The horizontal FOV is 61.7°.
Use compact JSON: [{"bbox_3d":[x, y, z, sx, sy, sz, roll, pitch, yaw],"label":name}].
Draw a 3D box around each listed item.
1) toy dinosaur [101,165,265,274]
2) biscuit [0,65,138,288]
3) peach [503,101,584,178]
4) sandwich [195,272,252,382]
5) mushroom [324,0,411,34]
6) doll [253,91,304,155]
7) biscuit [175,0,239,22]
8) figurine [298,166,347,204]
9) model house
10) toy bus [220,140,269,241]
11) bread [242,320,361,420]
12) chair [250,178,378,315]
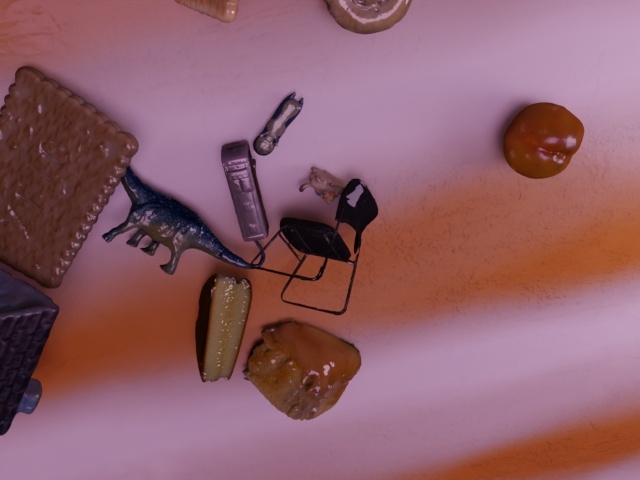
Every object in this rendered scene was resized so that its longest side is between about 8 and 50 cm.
[{"bbox_3d":[-0.271,-0.024,0.945,0.363,0.076,0.147,38,93,-19],"label":"toy dinosaur"},{"bbox_3d":[-0.453,-0.091,0.871,0.217,0.044,0.324,33,108,-8],"label":"biscuit"},{"bbox_3d":[0.396,-0.177,0.962,0.138,0.138,0.138,-5,118,-8],"label":"peach"},{"bbox_3d":[-0.193,0.157,1.054,0.090,0.088,0.244,4,113,-23],"label":"sandwich"},{"bbox_3d":[0.072,-0.388,0.791,0.154,0.122,0.154,-2,120,-4],"label":"mushroom"},{"bbox_3d":[-0.072,-0.197,0.917,0.037,0.027,0.125,33,108,-16],"label":"doll"},{"bbox_3d":[-0.136,-0.435,0.720,0.030,0.160,0.249,-9,125,-45],"label":"biscuit"},{"bbox_3d":[0.006,-0.097,0.981,0.083,0.047,0.050,22,127,-28],"label":"figurine"},{"bbox_3d":[-0.607,0.154,0.873,0.339,0.297,0.360,20,113,-28],"label":"model house"},{"bbox_3d":[-0.131,-0.084,0.942,0.058,0.072,0.171,-11,118,0],"label":"toy bus"},{"bbox_3d":[-0.028,0.289,1.124,0.252,0.133,0.174,25,112,-22],"label":"bread"},{"bbox_3d":[0.000,0.000,0.980,0.145,0.221,0.140,11,154,30],"label":"chair"}]
